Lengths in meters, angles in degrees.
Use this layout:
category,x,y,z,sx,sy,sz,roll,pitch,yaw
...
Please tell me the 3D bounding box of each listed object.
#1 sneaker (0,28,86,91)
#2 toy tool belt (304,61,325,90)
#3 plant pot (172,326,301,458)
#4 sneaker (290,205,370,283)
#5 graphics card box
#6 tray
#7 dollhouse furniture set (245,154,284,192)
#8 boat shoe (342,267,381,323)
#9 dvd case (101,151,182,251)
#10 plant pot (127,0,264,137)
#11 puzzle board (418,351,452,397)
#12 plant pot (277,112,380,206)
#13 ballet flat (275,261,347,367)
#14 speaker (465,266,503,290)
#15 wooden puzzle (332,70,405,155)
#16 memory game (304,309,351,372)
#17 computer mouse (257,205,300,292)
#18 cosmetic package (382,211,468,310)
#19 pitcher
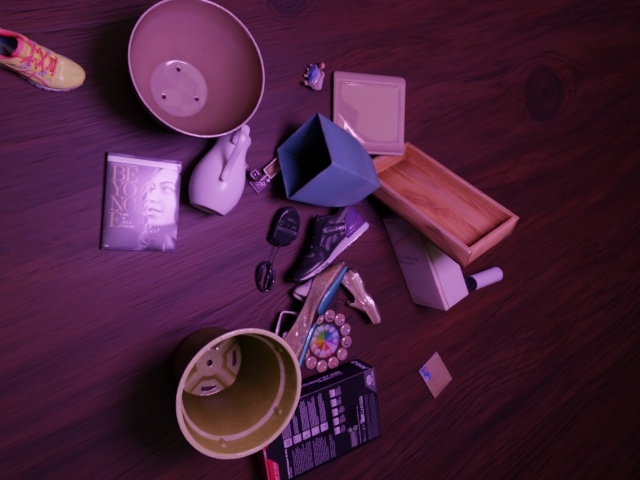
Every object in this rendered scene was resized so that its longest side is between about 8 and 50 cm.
category,x,y,z,sx,sy,sz,roll,pitch,yaw
sneaker,-0.582,-0.363,0.939,0.209,0.094,0.081,13,84,-31
toy tool belt,-0.017,-0.457,1.287,0.051,0.052,0.083,16,84,-38
plant pot,-0.224,0.313,1.090,0.276,0.254,0.275,-2,95,-30
sneaker,0.000,0.000,1.308,0.283,0.107,0.124,-42,97,-26
graphics card box,-0.008,0.502,1.315,0.371,0.094,0.232,-13,101,-28
tray,0.316,-0.115,1.321,0.203,0.411,0.076,-30,146,-25
dollhouse furniture set,-0.137,-0.193,1.212,0.114,0.081,0.091,-46,113,-20
boat shoe,0.112,0.176,1.394,0.072,0.068,0.189,-32,98,-12
dvd case,-0.414,-0.086,1.095,0.165,0.018,0.221,4,91,-30
plant pot,-0.293,-0.359,1.050,0.284,0.191,0.283,-1,92,-30
puzzle board,0.389,0.457,1.593,0.096,0.011,0.128,-39,110,-21
plant pot,0.038,-0.190,1.244,0.234,0.166,0.165,14,52,-43
ballet flat,-0.043,0.195,1.279,0.123,0.123,0.348,33,75,-27
speaker,0.579,0.135,1.660,0.136,0.055,0.055,-15,100,-28
wooden puzzle,0.140,-0.368,1.370,0.221,0.044,0.238,0,89,-15
memory game,0.014,0.293,1.366,0.186,0.012,0.186,-2,93,-30
computer mouse,-0.119,0.022,1.266,0.071,0.041,0.241,23,88,-31
cosmetic package,0.324,0.048,1.449,0.113,0.160,0.309,-30,106,-25
pitcher,-0.227,-0.169,1.107,0.126,0.178,0.207,22,81,-19
